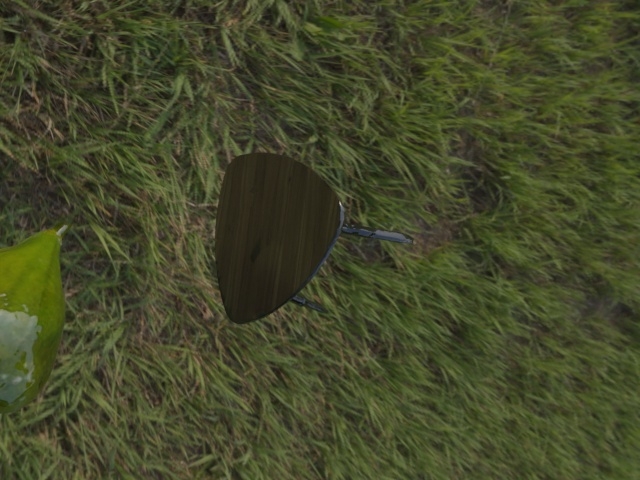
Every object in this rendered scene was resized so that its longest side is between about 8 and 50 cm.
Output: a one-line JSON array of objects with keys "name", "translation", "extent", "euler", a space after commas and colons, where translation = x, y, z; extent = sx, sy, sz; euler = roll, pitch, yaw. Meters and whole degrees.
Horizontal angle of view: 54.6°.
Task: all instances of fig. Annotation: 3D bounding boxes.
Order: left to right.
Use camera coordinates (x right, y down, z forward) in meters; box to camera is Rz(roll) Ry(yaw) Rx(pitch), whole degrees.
[{"name": "fig", "translation": [-0.525, 0.124, 1.024], "extent": [0.233, 0.314, 0.233], "euler": [-2, 124, -2]}]

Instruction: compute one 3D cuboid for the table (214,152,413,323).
[{"name": "table", "translation": [0.000, 0.000, 1.148], "extent": [0.249, 0.317, 0.317], "euler": [11, 103, -47]}]
